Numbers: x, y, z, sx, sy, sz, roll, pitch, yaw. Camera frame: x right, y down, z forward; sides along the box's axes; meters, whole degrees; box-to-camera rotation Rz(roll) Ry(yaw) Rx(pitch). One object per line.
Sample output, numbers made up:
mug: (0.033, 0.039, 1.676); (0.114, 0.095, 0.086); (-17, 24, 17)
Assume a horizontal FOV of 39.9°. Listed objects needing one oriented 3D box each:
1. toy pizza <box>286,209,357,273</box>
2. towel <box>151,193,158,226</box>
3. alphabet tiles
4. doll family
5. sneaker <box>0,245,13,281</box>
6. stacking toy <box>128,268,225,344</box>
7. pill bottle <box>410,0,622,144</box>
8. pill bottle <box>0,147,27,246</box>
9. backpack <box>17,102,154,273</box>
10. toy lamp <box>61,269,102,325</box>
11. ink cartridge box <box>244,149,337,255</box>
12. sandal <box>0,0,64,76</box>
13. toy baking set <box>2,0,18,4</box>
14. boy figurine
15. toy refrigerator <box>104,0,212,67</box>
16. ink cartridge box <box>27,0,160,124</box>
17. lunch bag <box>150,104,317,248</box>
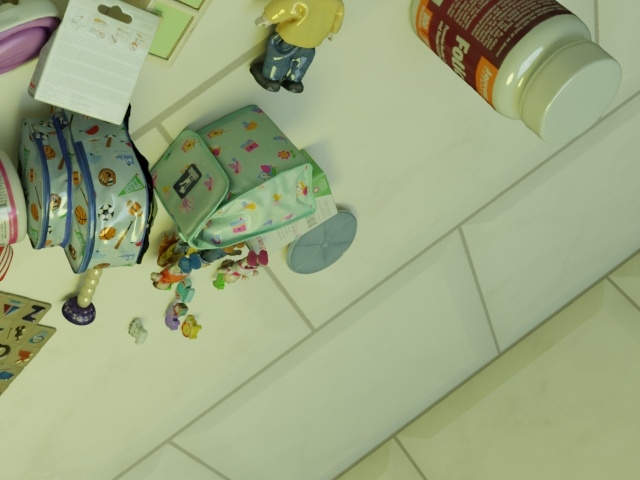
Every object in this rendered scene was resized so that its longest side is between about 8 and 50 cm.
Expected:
toy pizza: (0.000, 0.000, 2.117); (0.201, 0.032, 0.201); (-26, 144, -20)
towel: (-0.339, -0.036, 1.669); (0.148, 0.027, 0.110); (111, -3, -77)
alphabet tiles: (-0.700, 0.230, 1.748); (0.342, 0.011, 0.285); (-47, 146, 13)
doll family: (-0.245, 0.030, 1.831); (0.262, 0.118, 0.163); (-2, 163, -39)
sneaker: (-0.636, 0.068, 1.546); (0.221, 0.087, 0.128); (-34, 145, -5)
stacking toy: (-0.317, 0.140, 1.974); (0.167, 0.052, 0.221); (0, 129, -46)
pill bottle: (0.369, -0.373, 1.687); (0.224, 0.392, 0.224); (-25, 144, -19)
pill bottle: (-0.616, -0.043, 1.360); (0.283, 0.160, 0.160); (-15, 141, -30)
backpack: (-0.380, -0.083, 1.444); (0.213, 0.263, 0.277); (-17, 142, -29)
toy lamp: (-0.436, 0.046, 1.721); (0.080, 0.080, 0.275); (-2, 136, -42)
ink cartridge box: (-0.085, -0.073, 1.893); (0.212, 0.093, 0.154); (-34, 146, -9)
sandal: (-0.532, -0.204, 1.238); (0.416, 0.102, 0.169); (-37, 171, -11)
toy baking set: (-0.425, -0.422, 1.194); (0.196, 0.030, 0.256); (-38, 147, -8)
boy figurine: (-0.035, -0.396, 1.552); (0.177, 0.092, 0.285); (-7, 135, -38)
toy refrigerator: (-0.218, -0.407, 1.361); (0.102, 0.094, 0.269); (11, 123, -50)
ink cartridge box: (-0.339, -0.278, 1.318); (0.145, 0.045, 0.179); (15, 102, -39)
lunch bag: (-0.173, -0.109, 1.647); (0.262, 0.223, 0.160); (-25, 139, -17)
